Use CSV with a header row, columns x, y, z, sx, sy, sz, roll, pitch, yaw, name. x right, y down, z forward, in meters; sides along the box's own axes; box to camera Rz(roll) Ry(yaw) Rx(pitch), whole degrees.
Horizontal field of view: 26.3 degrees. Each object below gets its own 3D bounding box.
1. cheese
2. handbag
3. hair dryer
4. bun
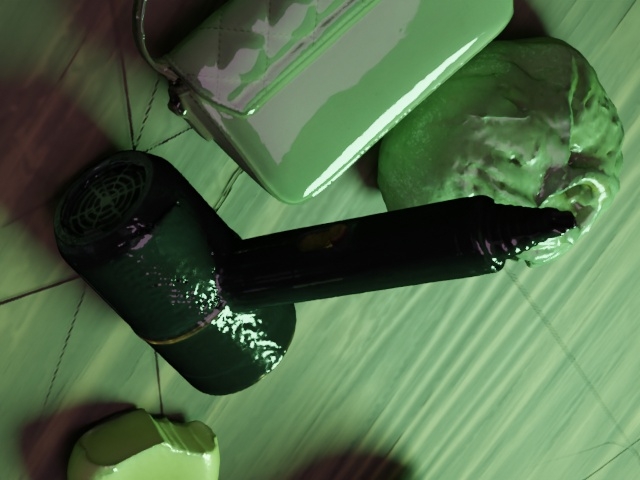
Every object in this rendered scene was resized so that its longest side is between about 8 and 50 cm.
x,y,z,sx,sy,sz,roll,pitch,yaw,name
-0.137,0.248,1.169,0.127,0.050,0.255,-22,130,-20,cheese
-0.004,-0.169,0.958,0.256,0.079,0.219,-41,126,-1,handbag
0.000,0.000,0.938,0.352,0.107,0.189,-12,138,29,hair dryer
0.155,-0.057,1.094,0.212,0.126,0.204,-18,126,-19,bun
